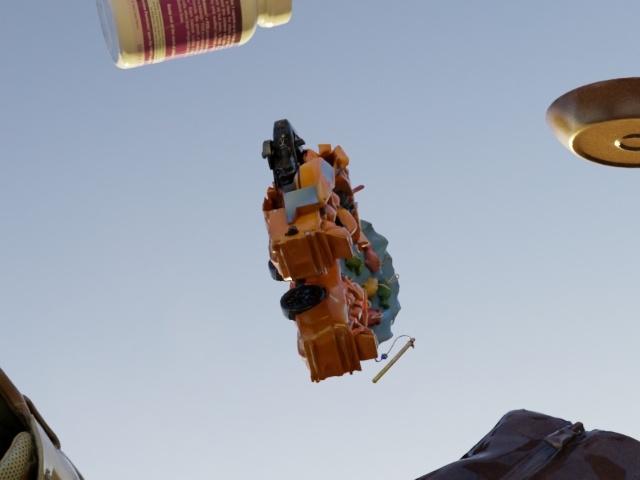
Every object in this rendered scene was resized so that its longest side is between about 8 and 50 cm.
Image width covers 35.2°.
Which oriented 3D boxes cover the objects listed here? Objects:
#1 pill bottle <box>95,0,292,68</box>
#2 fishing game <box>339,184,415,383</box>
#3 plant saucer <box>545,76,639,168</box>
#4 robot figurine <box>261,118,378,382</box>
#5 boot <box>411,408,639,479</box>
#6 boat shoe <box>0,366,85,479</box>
[{"bbox_3d":[-0.207,-0.393,1.664,0.302,0.169,0.169,-15,-35,-17],"label":"pill bottle"},{"bbox_3d":[0.069,0.059,1.405,0.041,0.264,0.189,-11,11,34],"label":"fishing game"},{"bbox_3d":[0.351,-0.122,1.120,0.199,0.036,0.198,7,-17,2],"label":"plant saucer"},{"bbox_3d":[0.000,0.000,0.981,0.085,0.291,0.211,-12,-65,6],"label":"robot figurine"},{"bbox_3d":[0.063,0.173,0.602,0.207,0.248,0.090,-39,-52,-42],"label":"boot"},{"bbox_3d":[-0.222,0.148,0.634,0.122,0.120,0.324,-37,-67,-22],"label":"boat shoe"}]
